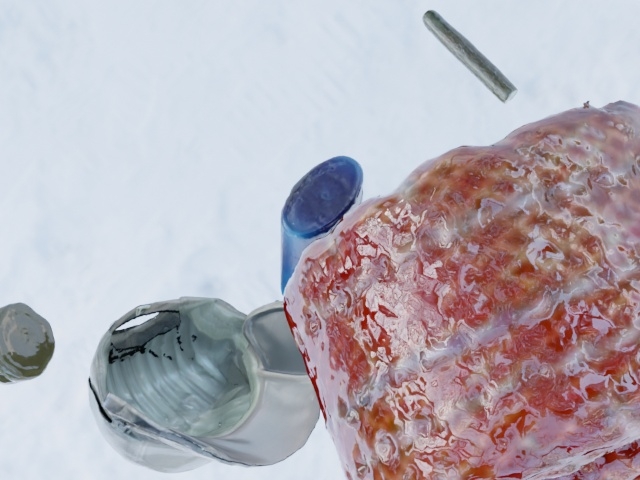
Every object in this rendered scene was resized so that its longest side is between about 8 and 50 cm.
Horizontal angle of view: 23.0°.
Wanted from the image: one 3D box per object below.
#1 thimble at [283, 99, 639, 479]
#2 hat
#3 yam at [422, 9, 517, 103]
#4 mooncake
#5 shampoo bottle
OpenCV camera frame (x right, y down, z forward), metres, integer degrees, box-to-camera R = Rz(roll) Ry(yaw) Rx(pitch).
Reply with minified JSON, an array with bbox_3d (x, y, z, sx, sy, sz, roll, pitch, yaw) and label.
[{"bbox_3d":[0.156,0.074,1.152,0.350,0.350,0.230,-35,68,37],"label":"thimble"},{"bbox_3d":[-0.115,0.163,1.602,0.275,0.232,0.161,18,132,45],"label":"hat"},{"bbox_3d":[0.133,-0.166,1.411,0.116,0.021,0.021,47,131,20],"label":"yam"},{"bbox_3d":[-0.299,0.169,1.018,0.150,0.347,0.057,63,149,1],"label":"mooncake"},{"bbox_3d":[0.000,0.000,1.326,0.050,0.087,0.183,35,160,14],"label":"shampoo bottle"}]
